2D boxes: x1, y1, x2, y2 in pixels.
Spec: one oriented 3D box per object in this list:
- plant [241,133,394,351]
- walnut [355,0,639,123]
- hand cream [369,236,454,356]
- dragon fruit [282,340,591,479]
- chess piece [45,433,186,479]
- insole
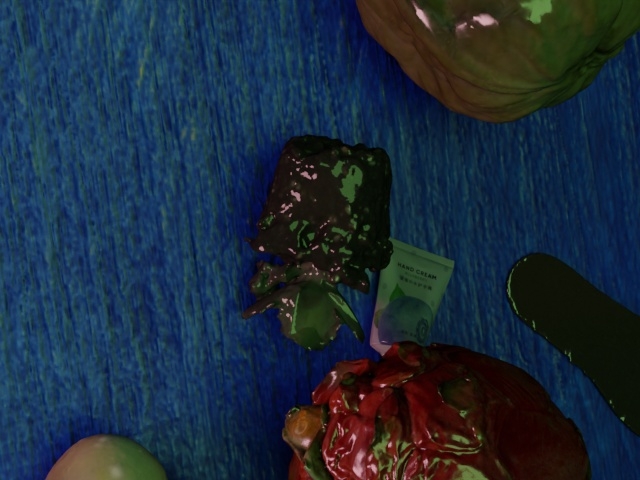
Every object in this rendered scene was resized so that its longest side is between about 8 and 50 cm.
[{"bbox_3d":[0.000,0.000,1.438,0.142,0.131,0.203,6,104,9],"label":"plant"},{"bbox_3d":[0.174,-0.260,1.408,0.253,0.282,0.277,-39,87,-12],"label":"walnut"},{"bbox_3d":[0.087,0.073,1.527,0.084,0.053,0.142,21,75,-19],"label":"hand cream"},{"bbox_3d":[0.117,0.232,1.410,0.342,0.277,0.277,26,83,-36],"label":"dragon fruit"},{"bbox_3d":[-0.134,0.302,1.410,0.300,0.167,0.167,40,79,-10],"label":"chess piece"},{"bbox_3d":[0.328,0.126,1.634,0.328,0.007,0.111,40,78,-17],"label":"insole"}]
